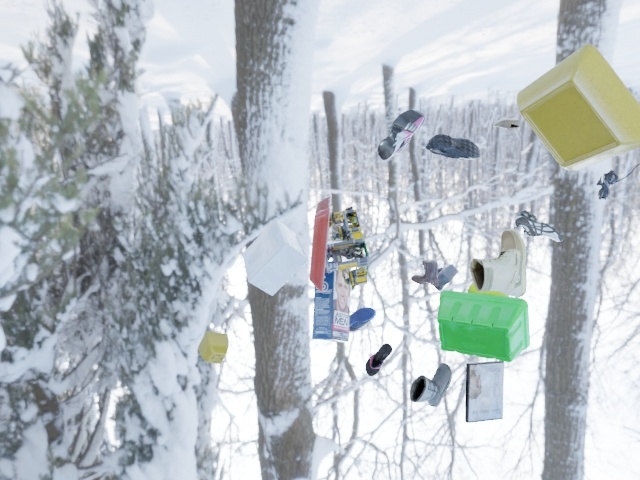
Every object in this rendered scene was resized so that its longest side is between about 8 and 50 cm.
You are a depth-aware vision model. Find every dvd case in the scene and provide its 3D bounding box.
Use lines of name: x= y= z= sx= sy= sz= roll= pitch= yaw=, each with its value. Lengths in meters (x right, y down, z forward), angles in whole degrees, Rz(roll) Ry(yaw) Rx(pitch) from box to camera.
dvd case: x=0.700 y=0.643 z=1.957 sx=0.180 sy=0.253 sz=0.022 roll=0 pitch=-178 yaw=-17

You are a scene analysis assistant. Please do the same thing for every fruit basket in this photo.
fruit basket: x=0.700 y=0.307 z=1.963 sx=0.392 sy=0.283 sz=0.392 roll=-11 pitch=-159 yaw=4

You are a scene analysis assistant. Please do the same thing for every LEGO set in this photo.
LEGO set: x=0.069 y=0.033 z=1.836 sx=0.192 sy=0.331 sz=0.255 roll=-9 pitch=160 yaw=-5

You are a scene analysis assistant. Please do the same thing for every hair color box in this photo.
hair color box: x=0.055 y=0.280 z=2.089 sx=0.105 sy=0.347 sz=0.174 roll=-6 pitch=163 yaw=29

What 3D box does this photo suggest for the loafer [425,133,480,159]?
loafer: x=0.489 y=-0.338 z=1.691 sx=0.223 sy=0.076 sz=0.078 roll=8 pitch=163 yaw=-24

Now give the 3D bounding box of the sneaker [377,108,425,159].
sneaker: x=0.244 y=-0.318 z=1.367 sx=0.077 sy=0.072 sz=0.178 roll=-20 pitch=161 yaw=-50

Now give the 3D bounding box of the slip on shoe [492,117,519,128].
slip on shoe: x=0.826 y=-0.515 z=2.038 sx=0.135 sy=0.041 sz=0.051 roll=-10 pitch=162 yaw=-25

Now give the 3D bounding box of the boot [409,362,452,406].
boot: x=0.412 y=0.529 z=1.719 sx=0.076 sy=0.190 sz=0.208 roll=5 pitch=156 yaw=42

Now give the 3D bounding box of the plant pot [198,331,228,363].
plant pot: x=-0.357 y=0.370 z=1.553 sx=0.081 sy=0.081 sz=0.083 roll=16 pitch=-153 yaw=-32

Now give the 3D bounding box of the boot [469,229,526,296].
boot: x=0.535 y=0.059 z=1.391 sx=0.165 sy=0.213 sz=0.077 roll=8 pitch=162 yaw=-18

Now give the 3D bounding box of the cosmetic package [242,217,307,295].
cosmetic package: x=-0.195 y=0.067 z=1.932 sx=0.138 sy=0.225 sz=0.224 roll=35 pitch=-164 yaw=-31

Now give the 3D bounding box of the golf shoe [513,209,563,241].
golf shoe: x=0.883 y=-0.039 z=1.871 sx=0.198 sy=0.094 sz=0.077 roll=37 pitch=-171 yaw=21

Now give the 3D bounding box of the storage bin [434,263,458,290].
storage bin: x=0.632 y=0.176 z=2.341 sx=0.135 sy=0.098 sz=0.091 roll=-36 pitch=174 yaw=-40

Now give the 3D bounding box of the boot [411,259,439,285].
boot: x=0.355 y=0.104 z=1.575 sx=0.106 sy=0.114 sz=0.037 roll=8 pitch=-130 yaw=29

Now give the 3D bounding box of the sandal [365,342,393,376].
sandal: x=0.245 y=0.515 z=1.977 sx=0.067 sy=0.179 sz=0.040 roll=35 pitch=-158 yaw=10

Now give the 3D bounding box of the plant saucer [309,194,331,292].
plant saucer: x=0.000 y=0.000 z=1.456 sx=0.047 sy=0.258 sz=0.259 roll=5 pitch=-165 yaw=0

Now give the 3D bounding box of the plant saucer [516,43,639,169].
plant saucer: x=0.766 y=-0.362 z=1.385 sx=0.081 sy=0.333 sz=0.333 roll=-40 pitch=-178 yaw=-14

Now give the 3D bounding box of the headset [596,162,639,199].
headset: x=1.080 y=-0.207 z=1.407 sx=0.394 sy=0.185 sz=0.243 roll=-6 pitch=-128 yaw=11

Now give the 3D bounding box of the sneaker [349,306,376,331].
sneaker: x=0.208 y=0.419 z=2.422 sx=0.232 sy=0.081 sz=0.090 roll=-28 pitch=144 yaw=29
